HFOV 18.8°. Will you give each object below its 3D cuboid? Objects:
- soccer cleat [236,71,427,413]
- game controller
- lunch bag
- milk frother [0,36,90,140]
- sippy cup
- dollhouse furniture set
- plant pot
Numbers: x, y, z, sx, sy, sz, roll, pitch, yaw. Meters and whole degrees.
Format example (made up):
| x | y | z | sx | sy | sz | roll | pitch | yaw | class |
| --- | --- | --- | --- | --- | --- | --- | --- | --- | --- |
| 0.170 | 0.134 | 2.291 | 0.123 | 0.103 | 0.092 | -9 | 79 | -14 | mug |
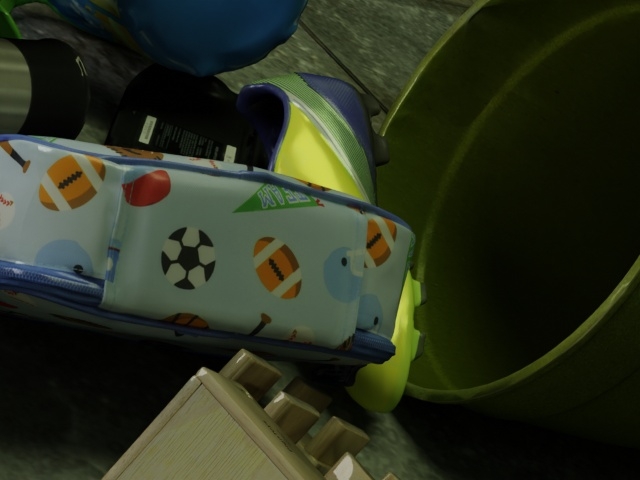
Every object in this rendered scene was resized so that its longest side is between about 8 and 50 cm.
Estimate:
| x | y | z | sx | sy | sz | roll | pitch | yaw | class |
| --- | --- | --- | --- | --- | --- | --- | --- | --- | --- |
| -0.001 | 0.000 | 1.411 | 0.121 | 0.093 | 0.289 | 4 | 54 | -23 | soccer cleat |
| -0.092 | -0.056 | 1.549 | 0.166 | 0.067 | 0.319 | 13 | 25 | -3 | game controller |
| -0.103 | 0.014 | 1.229 | 0.303 | 0.115 | 0.243 | 15 | -10 | -33 | lunch bag |
| -0.222 | -0.068 | 1.323 | 0.143 | 0.129 | 0.134 | 38 | 22 | 30 | milk frother |
| -0.119 | -0.248 | 1.616 | 0.240 | 0.305 | 0.224 | 28 | 10 | -33 | sippy cup |
| -0.034 | 0.186 | 1.080 | 0.212 | 0.161 | 0.242 | 45 | 6 | 31 | dollhouse furniture set |
| 0.267 | 0.015 | 1.500 | 0.353 | 0.366 | 0.366 | 28 | 21 | -33 | plant pot |
